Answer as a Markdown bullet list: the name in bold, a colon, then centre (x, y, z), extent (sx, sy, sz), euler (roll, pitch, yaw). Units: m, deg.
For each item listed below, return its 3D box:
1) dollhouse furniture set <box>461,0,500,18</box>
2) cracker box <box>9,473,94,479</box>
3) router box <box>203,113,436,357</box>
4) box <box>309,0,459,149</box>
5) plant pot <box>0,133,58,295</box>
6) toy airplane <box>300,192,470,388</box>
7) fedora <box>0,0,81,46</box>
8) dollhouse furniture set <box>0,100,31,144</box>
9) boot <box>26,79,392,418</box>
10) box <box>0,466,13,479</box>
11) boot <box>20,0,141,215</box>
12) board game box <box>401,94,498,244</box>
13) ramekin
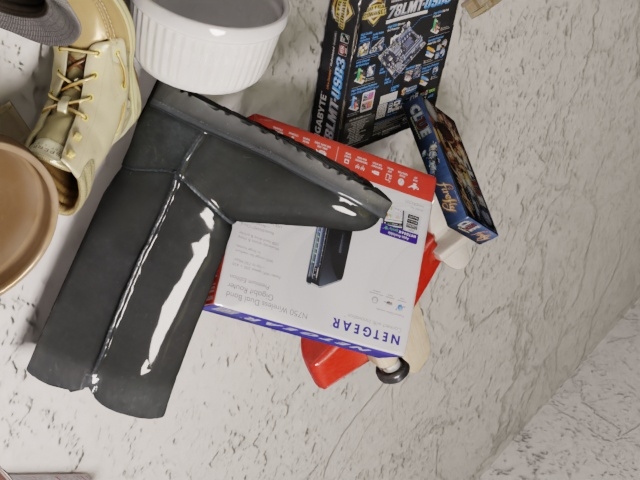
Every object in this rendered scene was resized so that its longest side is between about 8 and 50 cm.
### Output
- **dollhouse furniture set**: centre (0.275, -0.466, 2.071), extent (0.161, 0.101, 0.182), euler (-32, -178, -33)
- **cracker box**: centre (-0.447, 0.438, 1.755), extent (0.232, 0.067, 0.155), euler (20, 98, -58)
- **router box**: centre (0.000, 0.000, 1.785), extent (0.336, 0.082, 0.301), euler (17, 75, -25)
- **box**: centre (0.115, -0.317, 1.969), extent (0.296, 0.073, 0.293), euler (-26, 134, -45)
- **plant pot**: centre (-0.433, -0.038, 1.321), extent (0.237, 0.110, 0.237), euler (-25, 138, -25)
- **toy airplane**: centre (0.095, 0.061, 2.070), extent (0.384, 0.272, 0.386), euler (2, 95, -53)
- **fedora**: centre (-0.343, -0.313, 1.130), extent (0.244, 0.275, 0.124), euler (157, -46, -73)
- **dollhouse furniture set**: centre (-0.388, -0.105, 1.442), extent (0.076, 0.059, 0.151), euler (-41, 126, -17)
- **boot**: centre (-0.157, 0.053, 1.572), extent (0.445, 0.367, 0.146), euler (-64, 175, 7)
- **box**: centre (-0.527, 0.302, 1.423), extent (0.203, 0.168, 0.167), euler (-47, 147, -22)
- **boot**: centre (-0.300, -0.179, 1.383), extent (0.262, 0.095, 0.203), euler (89, 18, -49)
- **board game box**: centre (0.230, -0.123, 2.028), extent (0.042, 0.243, 0.165), euler (-26, 159, 20)
- **ramekin**: centre (-0.150, -0.277, 1.487), extent (0.207, 0.207, 0.109), euler (-26, 144, -44)
